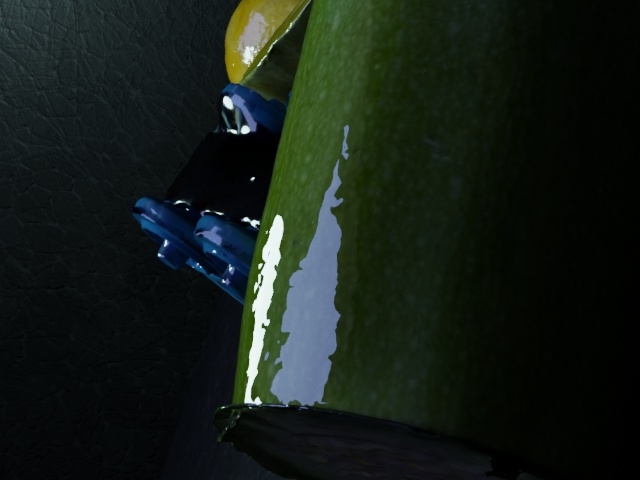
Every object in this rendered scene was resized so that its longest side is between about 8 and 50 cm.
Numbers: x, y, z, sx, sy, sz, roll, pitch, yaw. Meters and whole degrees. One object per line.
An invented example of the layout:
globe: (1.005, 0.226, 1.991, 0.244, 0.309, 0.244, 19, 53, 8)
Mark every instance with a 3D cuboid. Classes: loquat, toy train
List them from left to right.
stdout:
loquat: (-0.007, -0.285, 1.815, 0.275, 0.274, 0.275, -164, 90, -80)
toy train: (0.000, 0.000, 1.036, 0.188, 0.265, 0.300, -55, 29, -12)

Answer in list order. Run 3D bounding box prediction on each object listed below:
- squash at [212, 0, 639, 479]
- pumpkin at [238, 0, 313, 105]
squash: (0.092, -0.021, 0.773, 0.263, 0.263, 0.384, 133, 151, -69)
pumpkin: (0.088, -0.218, 1.136, 0.332, 0.199, 0.332, -49, 7, 8)
